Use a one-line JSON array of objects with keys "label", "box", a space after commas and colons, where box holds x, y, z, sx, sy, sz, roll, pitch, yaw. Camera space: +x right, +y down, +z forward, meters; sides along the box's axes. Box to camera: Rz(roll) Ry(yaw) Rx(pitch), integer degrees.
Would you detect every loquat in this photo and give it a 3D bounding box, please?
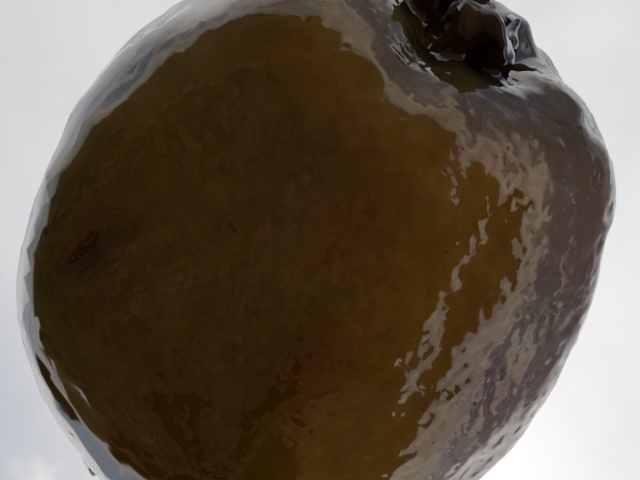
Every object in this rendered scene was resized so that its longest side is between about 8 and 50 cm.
[{"label": "loquat", "box": [0.000, 0.000, 0.647, 0.187, 0.176, 0.234, 33, -76, 3]}]
